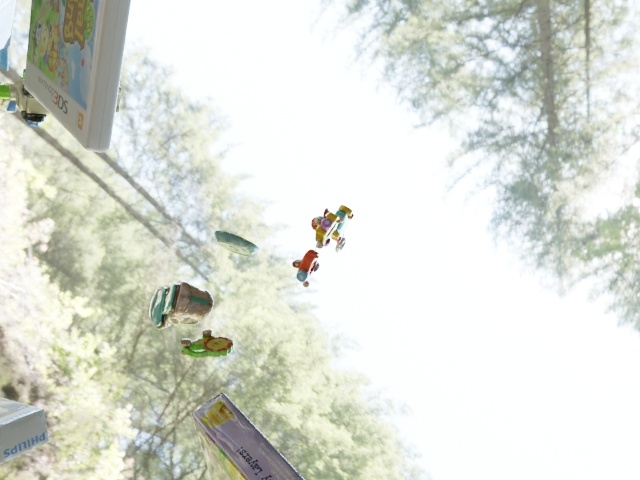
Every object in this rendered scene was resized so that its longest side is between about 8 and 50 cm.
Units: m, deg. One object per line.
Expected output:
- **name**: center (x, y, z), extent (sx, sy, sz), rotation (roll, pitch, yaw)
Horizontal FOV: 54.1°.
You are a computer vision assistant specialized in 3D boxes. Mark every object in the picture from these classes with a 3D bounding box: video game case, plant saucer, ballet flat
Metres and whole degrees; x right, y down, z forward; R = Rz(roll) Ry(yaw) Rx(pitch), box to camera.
- **video game case**: center (-0.206, -0.206, 0.527), extent (0.193, 0.023, 0.213), rotation (36, -62, 43)
- **plant saucer**: center (-0.203, 0.011, 1.499), extent (0.119, 0.119, 0.021), rotation (13, -107, 27)
- **ballet flat**: center (-0.306, 0.151, 1.387), extent (0.316, 0.106, 0.108), rotation (166, -64, -66)

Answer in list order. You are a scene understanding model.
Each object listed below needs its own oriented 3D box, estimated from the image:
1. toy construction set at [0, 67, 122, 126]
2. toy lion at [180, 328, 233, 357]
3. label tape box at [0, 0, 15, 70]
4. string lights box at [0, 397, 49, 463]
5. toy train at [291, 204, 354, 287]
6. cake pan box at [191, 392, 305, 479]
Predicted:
- **toy construction set**: center (-0.574, -0.321, 1.352), extent (0.327, 0.151, 0.215), rotation (-19, -134, -27)
- **toy lion**: center (-0.249, 0.239, 1.408), extent (0.096, 0.034, 0.100), rotation (20, -153, 37)
- **label tape box**: center (-0.544, -0.366, 0.838), extent (0.240, 0.333, 0.106), rotation (32, -127, -12)
- **string lights box**: center (-0.690, 0.383, 1.280), extent (0.259, 0.133, 0.077), rotation (0, -80, 34)
- **toy train**: center (0.000, 0.000, 1.067), extent (0.046, 0.125, 0.166), rotation (27, -149, 14)
- **cake pan box**: center (-0.091, 0.402, 0.981), extent (0.070, 0.267, 0.245), rotation (-29, -133, -27)
